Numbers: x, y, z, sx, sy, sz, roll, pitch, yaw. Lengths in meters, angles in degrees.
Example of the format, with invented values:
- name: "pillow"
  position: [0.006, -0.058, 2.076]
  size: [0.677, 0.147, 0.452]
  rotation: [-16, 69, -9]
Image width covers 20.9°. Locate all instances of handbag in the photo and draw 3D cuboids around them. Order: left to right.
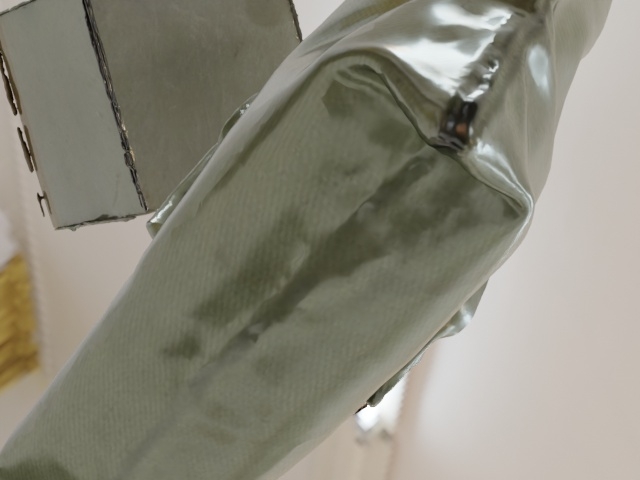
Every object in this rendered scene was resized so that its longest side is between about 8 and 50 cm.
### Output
- name: "handbag"
  position: [0.003, -0.004, 0.626]
  size: [0.109, 0.253, 0.316]
  rotation: [38, -50, -2]

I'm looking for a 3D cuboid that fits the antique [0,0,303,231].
- name: "antique"
  position: [-0.105, -0.093, 1.077]
  size: [0.148, 0.152, 0.147]
  rotation: [-5, -79, 54]

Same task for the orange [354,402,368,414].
- name: "orange"
  position: [0.000, 0.053, 0.926]
  size: [0.062, 0.086, 0.086]
  rotation: [38, -27, 39]
